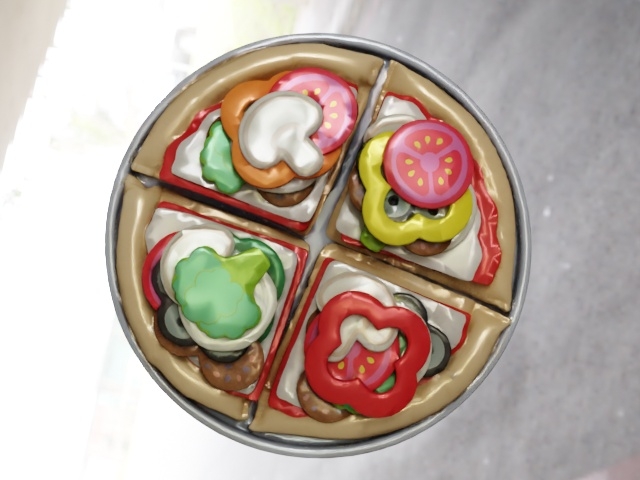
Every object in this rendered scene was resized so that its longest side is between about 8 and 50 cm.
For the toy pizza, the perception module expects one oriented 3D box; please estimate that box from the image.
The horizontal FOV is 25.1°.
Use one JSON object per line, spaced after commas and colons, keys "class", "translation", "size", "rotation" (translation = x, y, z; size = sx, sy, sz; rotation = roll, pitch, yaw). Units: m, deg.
{"class": "toy pizza", "translation": [0.000, 0.000, 0.667], "size": [0.032, 0.201, 0.201], "rotation": [118, 164, -83]}
